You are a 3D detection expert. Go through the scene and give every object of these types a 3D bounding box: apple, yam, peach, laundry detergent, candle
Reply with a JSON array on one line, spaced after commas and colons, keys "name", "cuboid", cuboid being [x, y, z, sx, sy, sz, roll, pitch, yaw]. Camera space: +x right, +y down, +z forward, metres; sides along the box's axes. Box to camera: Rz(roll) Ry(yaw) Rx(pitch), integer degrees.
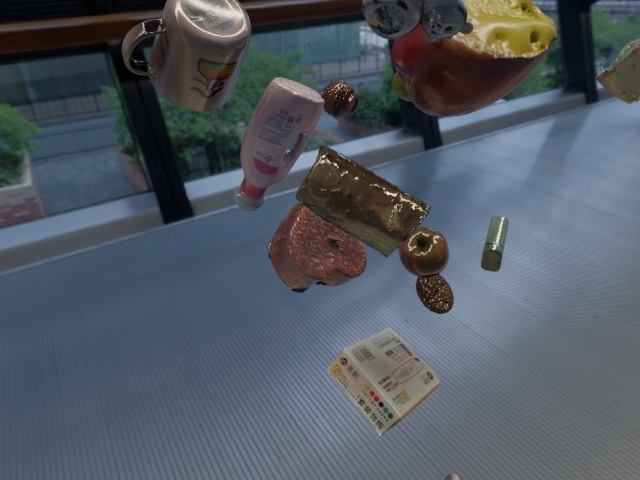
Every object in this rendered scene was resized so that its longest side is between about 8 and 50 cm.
[{"name": "apple", "cuboid": [0.391, 0.047, 1.771, 0.188, 0.174, 0.188, -9, 64, 19]}, {"name": "yam", "cuboid": [0.072, -0.073, 0.863, 0.238, 0.129, 0.128, 33, 26, 4]}, {"name": "peach", "cuboid": [0.329, -0.412, 0.994, 0.339, 0.281, 0.281, -25, 26, 12]}, {"name": "laundry detergent", "cuboid": [-0.119, -0.222, 1.151, 0.159, 0.335, 0.087, 10, 36, -31]}, {"name": "candle", "cuboid": [0.000, 0.000, 1.409, 0.317, 0.287, 0.131, 5, -27, -43]}]

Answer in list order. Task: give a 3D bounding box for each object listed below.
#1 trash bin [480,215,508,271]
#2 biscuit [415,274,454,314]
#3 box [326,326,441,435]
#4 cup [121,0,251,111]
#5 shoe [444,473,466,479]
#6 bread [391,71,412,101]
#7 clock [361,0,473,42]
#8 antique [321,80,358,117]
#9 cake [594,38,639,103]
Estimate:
[{"name": "trash bin", "cuboid": [0.528, 0.011, 1.423, 0.059, 0.116, 0.129, 13, 58, 20]}, {"name": "biscuit", "cuboid": [0.467, 0.208, 1.907, 0.188, 0.027, 0.187, 15, 54, -23]}, {"name": "box", "cuboid": [0.176, 0.359, 1.249, 0.220, 0.091, 0.274, 48, 28, 24]}, {"name": "cup", "cuboid": [-0.283, -0.412, 0.996, 0.253, 0.200, 0.191, -10, 72, -31]}, {"name": "shoe", "cuboid": [0.292, 0.633, 1.130, 0.092, 0.089, 0.180, 32, 34, 3]}, {"name": "bread", "cuboid": [0.367, -0.530, 1.317, 0.384, 0.112, 0.166, -38, -7, 40]}, {"name": "clock", "cuboid": [0.159, -0.381, 0.787, 0.176, 0.117, 0.079, 3, 56, 28]}, {"name": "antique", "cuboid": [0.049, -0.387, 1.285, 0.104, 0.104, 0.104, -3, 28, 1]}, {"name": "cake", "cuboid": [0.646, -0.361, 0.928, 0.090, 0.109, 0.225, 45, 59, 6]}]
